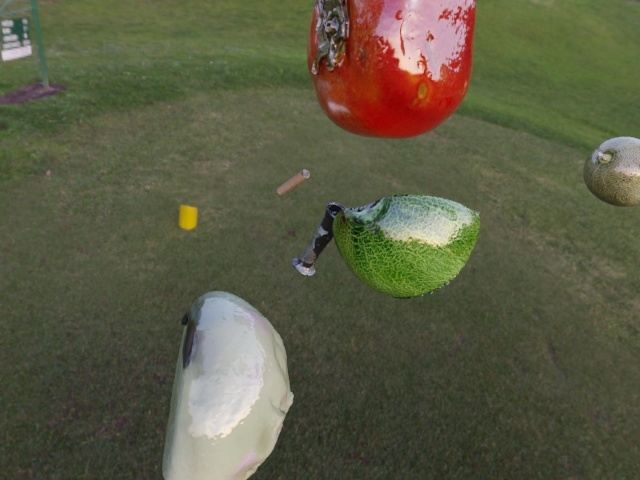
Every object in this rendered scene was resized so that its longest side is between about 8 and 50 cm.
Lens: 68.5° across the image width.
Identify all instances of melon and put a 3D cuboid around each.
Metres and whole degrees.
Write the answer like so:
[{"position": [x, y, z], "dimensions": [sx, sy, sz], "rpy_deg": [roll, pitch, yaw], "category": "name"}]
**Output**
[{"position": [0.620, -0.141, 0.965], "dimensions": [0.192, 0.139, 0.139], "rpy_deg": [19, 22, -33], "category": "melon"}, {"position": [0.121, 0.016, 0.802], "dimensions": [0.169, 0.265, 0.129], "rpy_deg": [29, 56, -43], "category": "melon"}]

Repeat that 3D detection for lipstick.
[{"position": [-0.055, -0.114, 0.930], "dimensions": [0.019, 0.094, 0.019], "rpy_deg": [13, 67, -33], "category": "lipstick"}]

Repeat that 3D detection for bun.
[{"position": [-0.119, 0.213, 0.671], "dimensions": [0.179, 0.283, 0.283], "rpy_deg": [9, 29, -16], "category": "bun"}]

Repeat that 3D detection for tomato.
[{"position": [0.124, -0.343, 0.834], "dimensions": [0.289, 0.325, 0.293], "rpy_deg": [-4, 7, -35], "category": "tomato"}]

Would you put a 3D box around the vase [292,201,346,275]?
[{"position": [0.000, 0.000, 0.988], "dimensions": [0.059, 0.167, 0.059], "rpy_deg": [23, 33, -16], "category": "vase"}]
